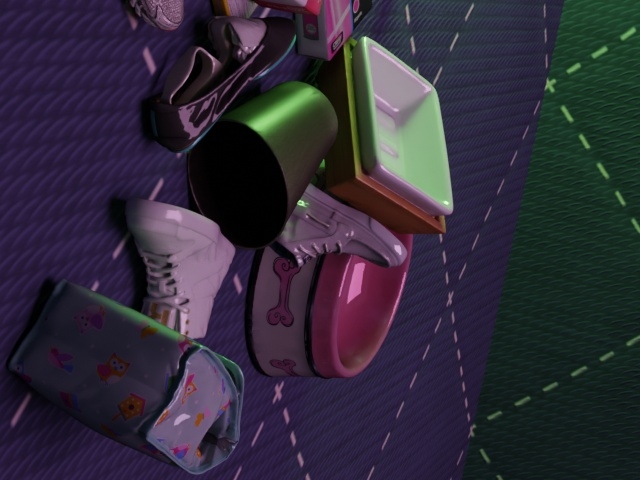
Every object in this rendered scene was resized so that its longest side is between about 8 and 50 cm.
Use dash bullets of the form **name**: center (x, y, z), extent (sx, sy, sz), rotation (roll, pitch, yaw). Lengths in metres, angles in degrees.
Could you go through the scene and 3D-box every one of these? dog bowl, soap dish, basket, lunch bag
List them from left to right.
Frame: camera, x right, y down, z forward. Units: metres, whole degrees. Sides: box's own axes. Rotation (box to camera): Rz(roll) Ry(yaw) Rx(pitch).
- **lunch bag**: center (-0.224, 0.180, 1.737), extent (0.160, 0.223, 0.262), rotation (-61, 157, -13)
- **basket**: center (-0.073, -0.129, 2.017), extent (0.227, 0.154, 0.204), rotation (-51, 140, -53)
- **dog bowl**: center (0.030, 0.059, 2.400), extent (0.408, 0.150, 0.408), rotation (15, 90, -70)
- **soap dish**: center (0.100, -0.165, 2.248), extent (0.229, 0.118, 0.291), rotation (29, 45, -41)

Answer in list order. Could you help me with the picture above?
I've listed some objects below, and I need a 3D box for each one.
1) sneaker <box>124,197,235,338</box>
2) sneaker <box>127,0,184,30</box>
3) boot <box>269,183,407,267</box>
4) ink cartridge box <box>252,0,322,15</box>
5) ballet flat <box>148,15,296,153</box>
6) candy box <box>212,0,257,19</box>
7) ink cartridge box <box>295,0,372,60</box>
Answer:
- **sneaker**: center (-0.200, 0.053, 1.874), extent (0.292, 0.108, 0.169), rotation (46, 59, -67)
- **sneaker**: center (-0.183, -0.353, 1.653), extent (0.088, 0.093, 0.225), rotation (-50, 149, -47)
- **boot**: center (0.000, 0.000, 2.168), extent (0.123, 0.258, 0.095), rotation (-58, 177, -23)
- **ink cartridge box**: center (-0.065, -0.412, 1.823), extent (0.237, 0.100, 0.172), rotation (16, 88, -69)
- **ballet flat**: center (-0.129, -0.235, 1.847), extent (0.280, 0.095, 0.096), rotation (-52, 136, -29)
- **candy box**: center (-0.122, -0.382, 1.879), extent (0.105, 0.027, 0.206), rotation (-58, 153, -31)
- **ink cartridge box**: center (0.014, -0.475, 2.115), extent (0.175, 0.069, 0.371), rotation (-55, 149, -41)
